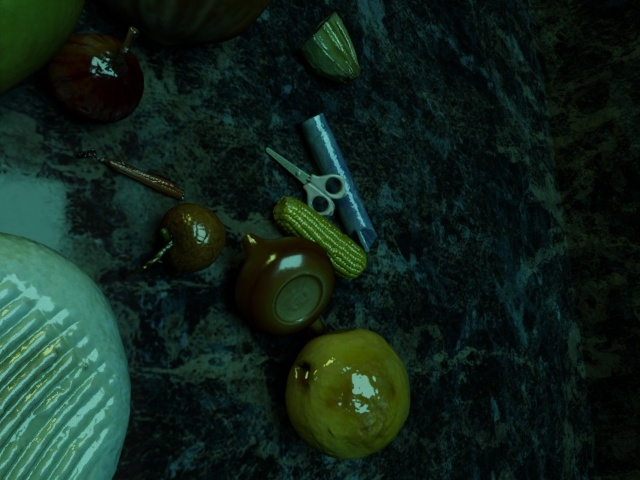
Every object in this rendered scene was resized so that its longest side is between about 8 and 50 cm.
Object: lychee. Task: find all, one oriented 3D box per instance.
[{"bbox_3d":[-0.201,0.004,0.738,0.101,0.114,0.140,30,35,-2],"label":"lychee"}]

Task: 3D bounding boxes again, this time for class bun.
[{"bbox_3d":[-0.364,0.160,0.462,0.362,0.211,0.362,8,78,-41],"label":"bun"}]

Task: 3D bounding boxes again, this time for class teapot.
[{"bbox_3d":[-0.059,0.082,0.856,0.178,0.135,0.252,-37,132,-8],"label":"teapot"}]

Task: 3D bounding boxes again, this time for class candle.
[{"bbox_3d":[-0.281,-0.102,0.740,0.167,0.021,0.026,25,84,-39],"label":"candle"}]

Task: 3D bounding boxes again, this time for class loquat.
[{"bbox_3d":[0.050,0.266,0.862,0.238,0.193,0.238,12,74,-48],"label":"loquat"}]

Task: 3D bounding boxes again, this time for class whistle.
[{"bbox_3d":[0.040,-0.117,1.033,0.062,0.062,0.304,-37,107,-43],"label":"whistle"}]

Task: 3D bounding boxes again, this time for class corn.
[{"bbox_3d":[0.000,0.000,0.957,0.231,0.080,0.080,37,57,-31],"label":"corn"}]

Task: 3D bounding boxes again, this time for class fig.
[{"bbox_3d":[-0.296,-0.230,0.684,0.128,0.150,0.128,-9,90,-84],"label":"fig"}]

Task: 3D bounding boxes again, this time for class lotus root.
[{"bbox_3d":[0.022,-0.403,1.074,0.144,0.070,0.143,54,43,-17],"label":"lotus root"}]

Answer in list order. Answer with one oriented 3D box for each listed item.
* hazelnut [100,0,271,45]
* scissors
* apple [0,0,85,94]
[{"bbox_3d":[-0.204,-0.481,0.720,0.372,0.315,0.372,-9,112,-23],"label":"hazelnut"},{"bbox_3d":[-0.033,-0.124,0.974,0.189,0.015,0.100,36,95,-19],"label":"scissors"},{"bbox_3d":[-0.400,-0.307,0.467,0.338,0.305,0.338,11,74,-41],"label":"apple"}]
